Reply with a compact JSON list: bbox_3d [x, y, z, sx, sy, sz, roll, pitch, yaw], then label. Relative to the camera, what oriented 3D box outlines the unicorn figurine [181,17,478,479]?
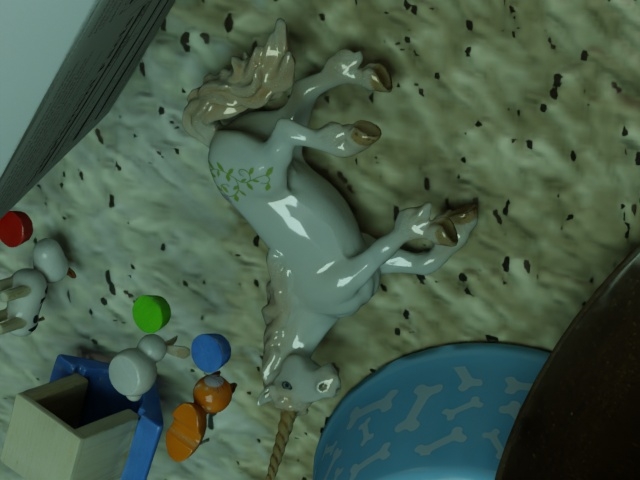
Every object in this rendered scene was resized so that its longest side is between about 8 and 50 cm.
[{"bbox_3d":[0.000,0.000,0.679,0.111,0.060,0.162,-25,91,31],"label":"unicorn figurine"}]

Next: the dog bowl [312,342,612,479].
[{"bbox_3d":[0.096,0.186,0.731,0.166,0.074,0.297,-19,109,26],"label":"dog bowl"}]

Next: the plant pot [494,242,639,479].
[{"bbox_3d":[0.212,0.113,0.596,0.230,0.215,0.215,37,123,-21],"label":"plant pot"}]

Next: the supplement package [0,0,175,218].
[{"bbox_3d":[-0.165,-0.158,0.592,0.262,0.145,0.204,34,122,-1],"label":"supplement package"}]

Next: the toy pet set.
[{"bbox_3d":[-0.080,0.055,0.724,0.122,0.065,0.114,31,117,27],"label":"toy pet set"}]
